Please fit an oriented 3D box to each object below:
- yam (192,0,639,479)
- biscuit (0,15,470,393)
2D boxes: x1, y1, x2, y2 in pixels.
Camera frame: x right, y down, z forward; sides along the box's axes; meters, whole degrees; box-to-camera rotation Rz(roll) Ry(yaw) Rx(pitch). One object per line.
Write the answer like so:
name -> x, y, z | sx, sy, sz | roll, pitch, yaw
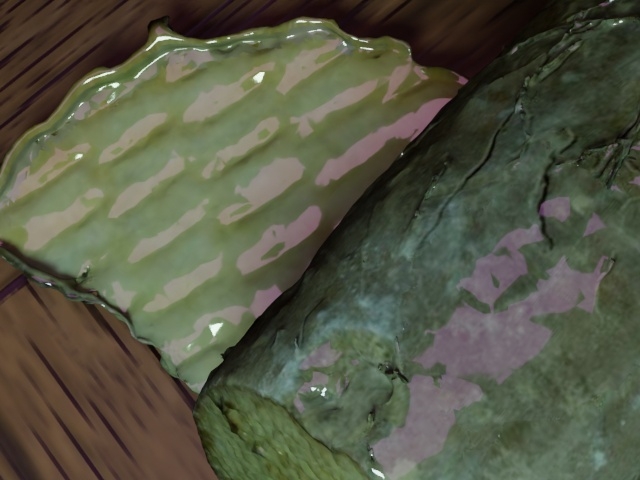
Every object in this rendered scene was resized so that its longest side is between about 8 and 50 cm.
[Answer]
yam -> 0.080, 0.012, 0.446 | 0.254, 0.154, 0.154 | -44, 71, -12
biscuit -> 0.000, 0.000, 0.558 | 0.273, 0.036, 0.187 | 37, 83, 18
